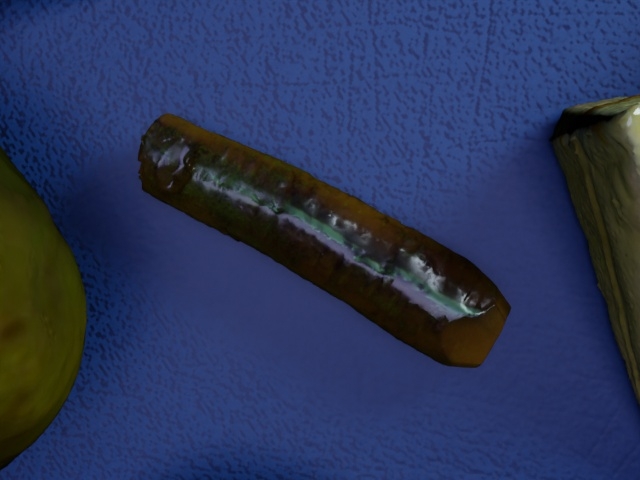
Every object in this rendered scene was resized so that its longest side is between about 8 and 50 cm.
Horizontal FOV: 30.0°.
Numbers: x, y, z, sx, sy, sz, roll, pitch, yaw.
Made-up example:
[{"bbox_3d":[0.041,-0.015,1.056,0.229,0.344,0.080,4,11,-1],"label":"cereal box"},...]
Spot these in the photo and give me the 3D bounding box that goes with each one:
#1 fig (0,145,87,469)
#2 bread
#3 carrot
[{"bbox_3d":[-0.311,0.018,0.653,0.343,0.343,0.343,0,92,-1],"label":"fig"},{"bbox_3d":[0.267,0.019,0.724,0.167,0.163,0.264,-19,93,-1],"label":"bread"},{"bbox_3d":[0.000,0.000,0.770,0.260,0.070,0.070,28,92,0],"label":"carrot"}]
